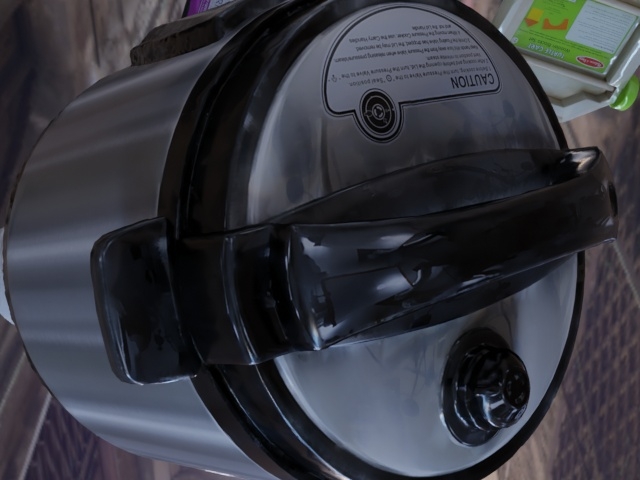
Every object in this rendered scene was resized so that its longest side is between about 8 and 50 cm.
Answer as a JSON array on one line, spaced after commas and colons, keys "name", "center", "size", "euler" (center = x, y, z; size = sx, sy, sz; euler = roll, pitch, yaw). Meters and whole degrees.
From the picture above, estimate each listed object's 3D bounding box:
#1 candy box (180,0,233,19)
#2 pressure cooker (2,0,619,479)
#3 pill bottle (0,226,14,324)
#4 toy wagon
[{"name": "candy box", "center": [-0.123, -0.347, 1.319], "size": [0.071, 0.159, 0.233], "euler": [19, -166, -3]}, {"name": "pressure cooker", "center": [0.002, 0.006, 0.732], "size": [0.420, 0.375, 0.370], "euler": [-5, -129, 51]}, {"name": "pill bottle", "center": [-0.235, -0.002, 1.059], "size": [0.264, 0.153, 0.153], "euler": [-24, -152, 21]}, {"name": "toy wagon", "center": [0.338, -0.267, 1.367], "size": [0.267, 0.344, 0.068], "euler": [15, -141, -15]}]
